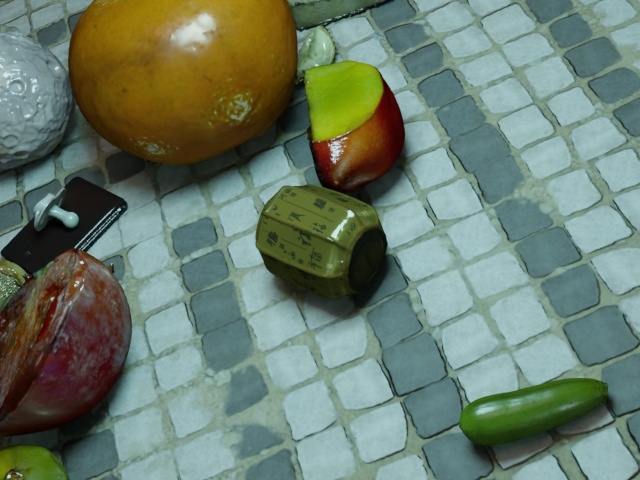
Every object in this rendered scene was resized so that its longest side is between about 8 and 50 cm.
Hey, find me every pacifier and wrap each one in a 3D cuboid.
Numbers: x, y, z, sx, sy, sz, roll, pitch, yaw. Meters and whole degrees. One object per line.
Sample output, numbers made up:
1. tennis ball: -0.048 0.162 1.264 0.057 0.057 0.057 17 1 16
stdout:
1. pacifier: -0.465 -0.044 1.791 0.078 0.082 0.099 27 35 0

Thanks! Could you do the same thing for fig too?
1. fig: -0.429 0.357 1.447 0.153 0.120 0.136 -20 49 36

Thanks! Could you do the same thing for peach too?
1. peach: 0.063 -0.175 1.656 0.153 0.159 0.267 -20 38 11

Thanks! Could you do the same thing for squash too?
1. squash: 0.280 0.221 1.326 0.201 0.066 0.066 -15 49 0

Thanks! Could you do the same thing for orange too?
1. orange: -0.233 -0.317 1.775 0.423 0.326 0.424 -21 40 19

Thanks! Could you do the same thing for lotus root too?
1. lotus root: -0.003 -0.495 2.002 0.260 0.074 0.170 -20 46 4

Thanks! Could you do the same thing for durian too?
1. durian: -0.006 -0.342 1.883 0.052 0.066 0.130 11 67 28

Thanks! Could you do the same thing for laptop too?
1. laptop: -0.462 -0.020 1.822 0.153 0.026 0.207 24 63 36

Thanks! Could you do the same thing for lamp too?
1. lamp: 0.000 0.000 1.548 0.185 0.161 0.161 19 61 33

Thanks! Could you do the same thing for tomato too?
1. tomato: -0.387 0.174 1.544 0.309 0.170 0.309 -40 37 38

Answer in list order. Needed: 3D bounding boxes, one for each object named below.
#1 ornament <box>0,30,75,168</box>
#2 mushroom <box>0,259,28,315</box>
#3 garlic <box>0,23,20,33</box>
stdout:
1. ornament: -0.593 -0.259 1.922 0.259 0.225 0.259 -34 26 19
2. mushroom: -0.630 0.171 1.689 0.351 0.095 0.122 -47 32 -20
3. garlic: -0.696 -0.430 2.206 0.113 0.074 0.094 -24 56 21
